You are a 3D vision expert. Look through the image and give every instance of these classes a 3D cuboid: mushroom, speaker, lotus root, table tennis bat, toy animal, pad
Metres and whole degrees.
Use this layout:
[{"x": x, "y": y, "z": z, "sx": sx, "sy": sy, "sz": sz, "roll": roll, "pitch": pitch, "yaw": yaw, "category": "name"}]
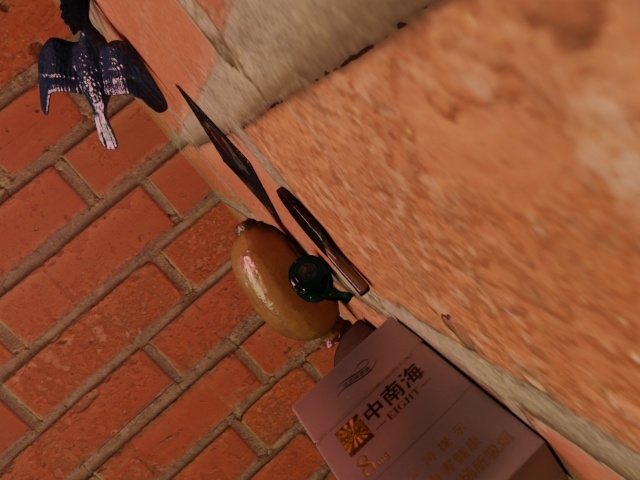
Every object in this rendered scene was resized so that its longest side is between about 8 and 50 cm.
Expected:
[{"x": 0.085, "y": 0.211, "z": 0.927, "sx": 0.141, "sy": 0.117, "sz": 0.188, "roll": 66, "pitch": 171, "yaw": -27, "category": "mushroom"}, {"x": -0.002, "y": 0.069, "z": 0.843, "sx": 0.094, "sy": 0.060, "sz": 0.075, "roll": 46, "pitch": 174, "yaw": 21, "category": "speaker"}, {"x": -0.062, "y": 0.088, "z": 1.030, "sx": 0.303, "sy": 0.130, "sz": 0.146, "roll": 52, "pitch": 174, "yaw": -24, "category": "lotus root"}, {"x": 0.000, "y": 0.000, "z": 0.646, "sx": 0.158, "sy": 0.014, "sz": 0.095, "roll": 48, "pitch": 172, "yaw": 23, "category": "table tennis bat"}, {"x": -0.381, "y": -0.282, "z": 0.962, "sx": 0.176, "sy": 0.239, "sz": 0.256, "roll": -21, "pitch": -68, "yaw": -69, "category": "toy animal"}, {"x": -0.129, "y": -0.118, "z": 0.870, "sx": 0.170, "sy": 0.006, "sz": 0.245, "roll": 47, "pitch": 172, "yaw": 17, "category": "pad"}]

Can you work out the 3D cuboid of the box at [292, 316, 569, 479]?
[{"x": 0.085, "y": 0.188, "z": 0.547, "sx": 0.067, "sy": 0.155, "sz": 0.243, "roll": 54, "pitch": 170, "yaw": -28, "category": "box"}]
